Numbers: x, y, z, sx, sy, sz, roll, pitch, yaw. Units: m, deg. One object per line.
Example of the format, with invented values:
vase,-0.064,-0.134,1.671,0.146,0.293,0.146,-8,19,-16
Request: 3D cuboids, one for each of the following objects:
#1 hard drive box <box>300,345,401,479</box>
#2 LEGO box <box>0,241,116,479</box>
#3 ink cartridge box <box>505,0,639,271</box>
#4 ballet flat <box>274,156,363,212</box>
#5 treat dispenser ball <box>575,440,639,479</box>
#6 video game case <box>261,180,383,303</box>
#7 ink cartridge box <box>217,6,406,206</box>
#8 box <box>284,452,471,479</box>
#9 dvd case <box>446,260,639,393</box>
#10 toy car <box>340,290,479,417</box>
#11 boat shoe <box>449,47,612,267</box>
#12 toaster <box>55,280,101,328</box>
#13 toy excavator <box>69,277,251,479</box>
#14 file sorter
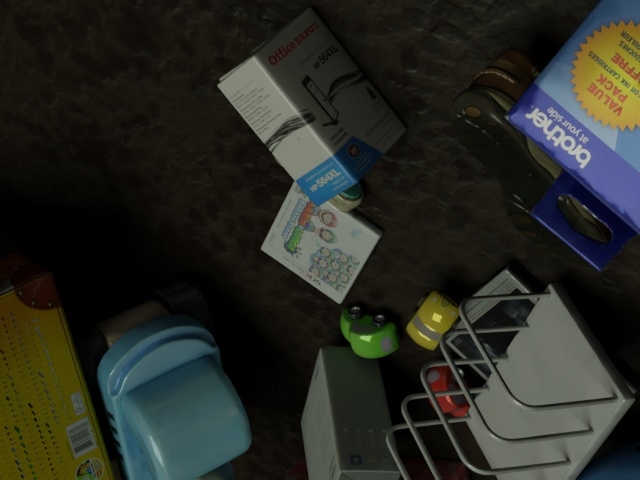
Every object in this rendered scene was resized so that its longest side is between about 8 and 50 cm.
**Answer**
hard drive box,0.039,0.296,2.032,0.089,0.232,0.181,2,134,-12
LEGO box,-0.504,0.250,2.148,0.372,0.193,0.500,21,131,51
ink cartridge box,0.381,-0.149,1.428,0.270,0.151,0.395,41,116,9
ballet flat,-0.018,-0.095,1.908,0.168,0.057,0.052,40,145,2
treat dispenser ball,0.440,0.398,1.804,0.288,0.288,0.288,18,130,22
video game case,0.000,0.000,1.990,0.143,0.019,0.157,35,134,7
ink cartridge box,-0.009,-0.170,1.778,0.203,0.148,0.086,51,135,-9
box,0.088,0.431,2.167,0.300,0.142,0.154,-3,120,36
dvd case,0.289,0.155,1.906,0.238,0.029,0.179,44,136,-1
toy car,0.112,0.153,1.983,0.225,0.053,0.239,16,139,35
boat shoe,0.273,-0.094,1.660,0.122,0.120,0.324,11,151,42
toaster,-0.452,0.171,2.345,0.227,0.129,0.146,42,137,3
toy excavator,-0.180,0.342,2.095,0.445,0.222,0.433,42,147,46
file sorter,0.224,0.221,1.792,0.193,0.173,0.278,63,143,37
